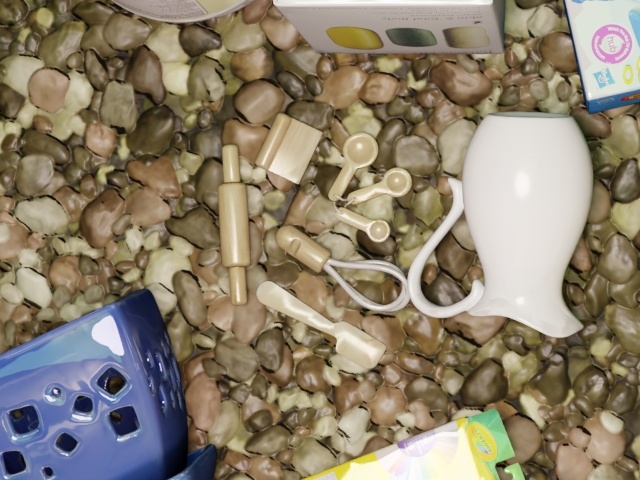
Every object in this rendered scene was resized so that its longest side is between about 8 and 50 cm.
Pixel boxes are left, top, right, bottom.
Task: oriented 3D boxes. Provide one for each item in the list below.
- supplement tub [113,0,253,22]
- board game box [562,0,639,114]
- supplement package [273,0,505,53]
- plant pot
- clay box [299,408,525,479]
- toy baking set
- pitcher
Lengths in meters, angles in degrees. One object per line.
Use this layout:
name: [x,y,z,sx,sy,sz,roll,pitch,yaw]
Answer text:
supplement tub: [-0.145,-0.336,1.820,0.235,0.325,0.235,-1,86,8]
board game box: [0.374,-0.307,1.869,0.301,0.086,0.308,-13,84,7]
supplement package: [0.074,-0.292,1.818,0.199,0.262,0.198,1,86,8]
plant pot: [-0.234,0.191,1.847,0.236,0.236,0.212,-27,90,5]
clay box: [0.091,0.258,1.882,0.222,0.053,0.127,-21,83,4]
toy baking set: [-0.007,-0.001,1.925,0.196,0.030,0.256,0,86,8]
pitcher: [0.173,-0.020,1.864,0.177,0.125,0.207,4,98,14]
